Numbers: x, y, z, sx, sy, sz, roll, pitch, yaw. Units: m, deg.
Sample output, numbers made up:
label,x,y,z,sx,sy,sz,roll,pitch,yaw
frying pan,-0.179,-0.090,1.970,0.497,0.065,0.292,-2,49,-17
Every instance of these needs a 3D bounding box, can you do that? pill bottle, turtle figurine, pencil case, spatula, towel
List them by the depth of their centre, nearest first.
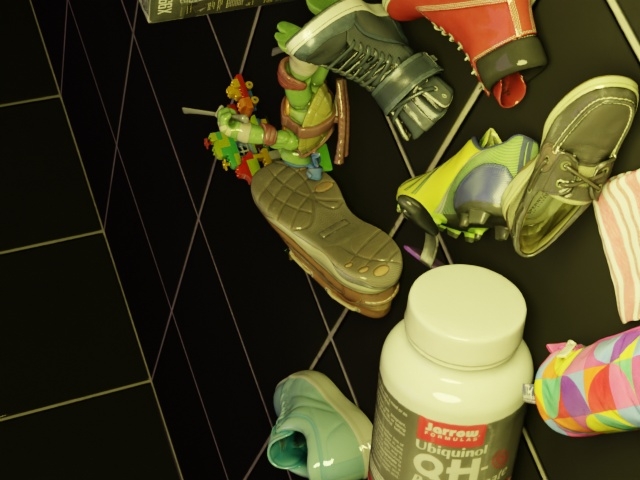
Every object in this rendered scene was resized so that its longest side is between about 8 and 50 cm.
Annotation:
label,x,y,z,sx,sy,sz,roll,pitch,yaw
towel,0.309,0.001,1.096,0.197,0.029,0.144,160,98,-70
pencil case,0.287,0.131,1.138,0.236,0.105,0.104,149,107,-67
spatula,0.121,0.000,1.369,0.084,0.030,0.296,37,173,21
pill bottle,0.152,0.188,1.412,0.176,0.176,0.318,-125,29,-45
turtle figurine,-0.066,-0.235,1.703,0.274,0.198,0.266,62,151,26

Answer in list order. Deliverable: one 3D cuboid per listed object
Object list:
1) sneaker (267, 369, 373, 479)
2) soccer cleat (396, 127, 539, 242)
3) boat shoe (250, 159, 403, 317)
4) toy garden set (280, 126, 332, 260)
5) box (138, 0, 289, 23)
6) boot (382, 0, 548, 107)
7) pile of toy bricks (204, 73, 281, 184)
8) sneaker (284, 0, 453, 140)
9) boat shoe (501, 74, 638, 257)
label,x,y,z,sx,sy,sz,roll,pitch,yaw
sneaker,-0.034,0.310,2.015,0.366,0.150,0.135,-164,64,-67
soccer cleat,0.171,-0.065,1.376,0.289,0.094,0.121,-176,104,-73
boat shoe,0.000,0.000,1.757,0.324,0.123,0.116,49,155,41
toy garden set,-0.034,-0.079,1.920,0.204,0.049,0.244,162,95,-70
box,-0.126,-0.450,1.662,0.307,0.243,0.076,103,147,-52
boot,0.151,-0.221,1.302,0.244,0.088,0.176,-4,100,66
pile of toy bricks,-0.146,-0.170,2.082,0.118,0.105,0.212,118,135,-61
sneaker,0.065,-0.191,1.380,0.086,0.226,0.163,-38,81,31
boat shoe,0.237,-0.062,1.137,0.223,0.080,0.073,118,154,-52
